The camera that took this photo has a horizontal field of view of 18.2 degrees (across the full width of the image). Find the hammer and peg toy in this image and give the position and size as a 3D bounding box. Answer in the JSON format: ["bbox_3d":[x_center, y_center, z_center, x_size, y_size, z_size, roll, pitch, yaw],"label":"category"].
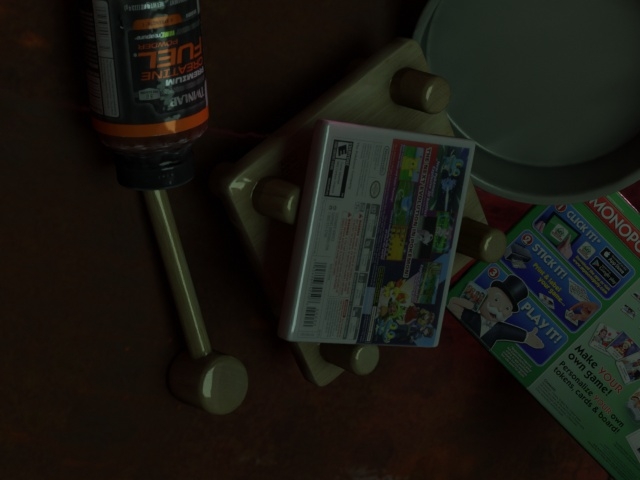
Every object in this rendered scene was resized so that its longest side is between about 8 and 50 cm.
[{"bbox_3d":[0.000,0.000,1.885,0.361,0.127,0.266,-39,125,-24],"label":"hammer and peg toy"}]

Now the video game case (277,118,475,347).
[{"bbox_3d":[0.053,-0.003,1.830,0.183,0.023,0.201,5,98,-39],"label":"video game case"}]

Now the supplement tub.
[{"bbox_3d":[-0.151,-0.146,1.731,0.106,0.106,0.198,-20,116,-34],"label":"supplement tub"}]

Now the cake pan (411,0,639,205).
[{"bbox_3d":[0.231,-0.175,1.968,0.293,0.054,0.293,1,118,2],"label":"cake pan"}]

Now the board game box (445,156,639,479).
[{"bbox_3d":[0.306,0.100,2.067,0.213,0.046,0.317,-44,89,-1],"label":"board game box"}]
